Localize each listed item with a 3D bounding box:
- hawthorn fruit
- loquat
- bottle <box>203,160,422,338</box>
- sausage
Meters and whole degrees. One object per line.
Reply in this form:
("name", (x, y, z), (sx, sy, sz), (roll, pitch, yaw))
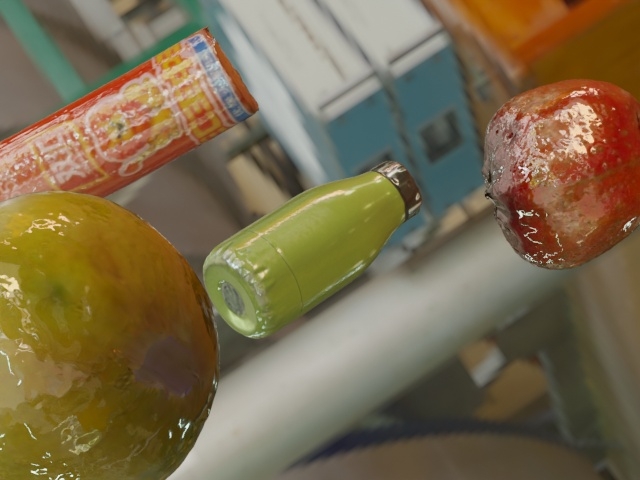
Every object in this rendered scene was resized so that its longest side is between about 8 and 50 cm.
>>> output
("hawthorn fruit", (0.234, -0.068, 1.671), (0.157, 0.194, 0.157), (64, 180, 0))
("loquat", (-0.129, 0.051, 0.931), (0.195, 0.152, 0.152), (29, -166, -44))
("bottle", (0.000, 0.000, 2.085), (0.112, 0.260, 0.112), (36, 145, 31))
("sausage", (-0.180, -0.058, 1.379), (0.074, 0.274, 0.074), (61, -176, -8))
